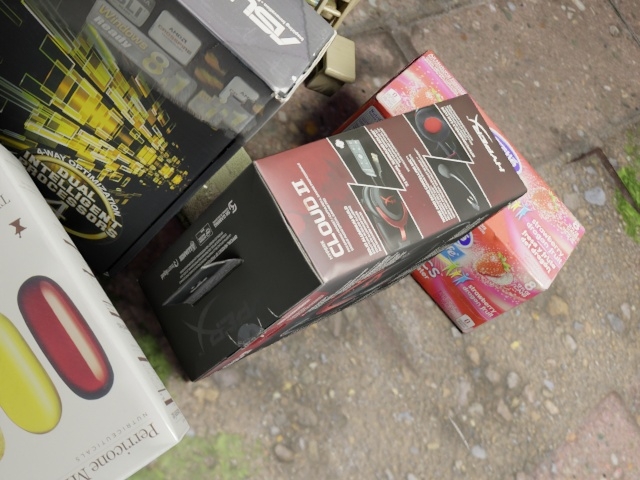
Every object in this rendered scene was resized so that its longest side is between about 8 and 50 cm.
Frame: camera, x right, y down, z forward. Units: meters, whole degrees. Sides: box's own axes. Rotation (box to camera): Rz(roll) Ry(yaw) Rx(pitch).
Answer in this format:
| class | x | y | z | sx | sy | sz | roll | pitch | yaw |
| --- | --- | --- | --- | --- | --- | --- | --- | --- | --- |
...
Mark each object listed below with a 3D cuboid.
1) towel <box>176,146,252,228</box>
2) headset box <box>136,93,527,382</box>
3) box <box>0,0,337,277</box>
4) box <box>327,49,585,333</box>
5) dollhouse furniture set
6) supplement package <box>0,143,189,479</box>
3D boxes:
| class | x | y | z | sx | sy | sz | roll | pitch | yaw |
| --- | --- | --- | --- | --- | --- | --- | --- | --- | --- |
| towel | -0.113 | -0.073 | 0.928 | 0.110 | 0.027 | 0.148 | -28 | 84 | -41 |
| headset box | 0.000 | 0.000 | 0.840 | 0.293 | 0.218 | 0.110 | -23 | 79 | -41 |
| box | -0.226 | -0.177 | 0.709 | 0.395 | 0.318 | 0.097 | 42 | 49 | -11 |
| box | 0.133 | -0.049 | 1.024 | 0.257 | 0.128 | 0.122 | 48 | 48 | -3 |
| dollhouse furniture set | -0.037 | -0.265 | 1.039 | 0.182 | 0.101 | 0.161 | 17 | 57 | -28 |
| supplement package | -0.212 | 0.068 | 0.673 | 0.139 | 0.134 | 0.244 | -34 | 87 | -7 |
